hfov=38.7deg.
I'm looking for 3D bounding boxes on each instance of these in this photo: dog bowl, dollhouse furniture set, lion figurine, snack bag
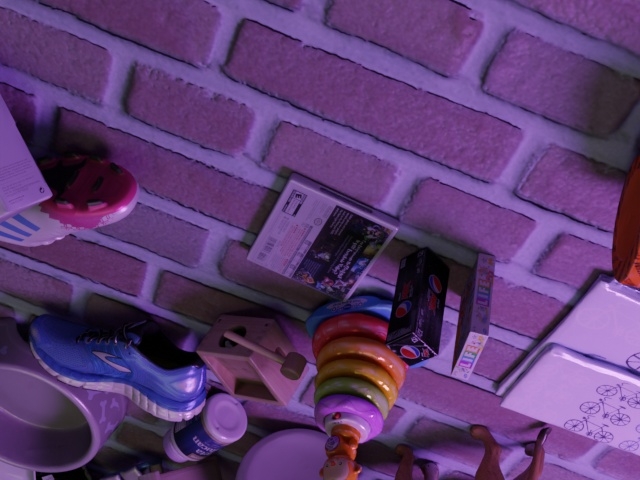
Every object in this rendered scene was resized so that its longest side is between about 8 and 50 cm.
[{"bbox_3d":[-0.550,0.307,1.729,0.349,0.102,0.348,6,130,7],"label":"dog bowl"},{"bbox_3d":[-0.349,0.586,1.796,0.303,0.286,0.198,-22,166,26],"label":"dollhouse furniture set"},{"bbox_3d":[0.231,0.466,1.593,0.392,0.240,0.142,-29,120,35],"label":"lion figurine"},{"bbox_3d":[0.492,0.215,1.421,0.323,0.037,0.342,22,135,-6],"label":"snack bag"}]

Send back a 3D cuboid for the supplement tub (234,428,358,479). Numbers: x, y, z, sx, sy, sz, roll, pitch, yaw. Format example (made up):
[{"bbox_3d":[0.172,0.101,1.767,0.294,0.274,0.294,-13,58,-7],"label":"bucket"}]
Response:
[{"bbox_3d":[-0.046,0.534,1.743,0.228,0.228,0.316,9,135,7],"label":"supplement tub"}]

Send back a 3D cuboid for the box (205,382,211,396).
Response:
[{"bbox_3d":[-0.281,0.283,1.705,0.094,0.027,0.137,35,132,-20],"label":"box"}]

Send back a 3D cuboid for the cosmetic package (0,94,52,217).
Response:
[{"bbox_3d":[-0.587,-0.116,1.276,0.377,0.097,0.284,-22,97,31],"label":"cosmetic package"}]

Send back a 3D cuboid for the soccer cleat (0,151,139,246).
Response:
[{"bbox_3d":[-0.401,-0.052,1.362,0.331,0.116,0.143,3,143,20],"label":"soccer cleat"}]

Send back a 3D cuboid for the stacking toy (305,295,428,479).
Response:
[{"bbox_3d":[0.048,0.246,1.383,0.175,0.302,0.165,-13,129,27],"label":"stacking toy"}]

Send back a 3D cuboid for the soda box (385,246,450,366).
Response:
[{"bbox_3d":[0.140,0.093,1.302,0.053,0.169,0.060,-28,121,36],"label":"soda box"}]

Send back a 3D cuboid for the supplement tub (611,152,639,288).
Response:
[{"bbox_3d":[0.535,0.000,1.078,0.338,0.207,0.207,9,135,6],"label":"supplement tub"}]

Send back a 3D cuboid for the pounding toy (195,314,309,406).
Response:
[{"bbox_3d":[-0.091,0.175,1.473,0.206,0.094,0.181,1,135,40],"label":"pounding toy"}]

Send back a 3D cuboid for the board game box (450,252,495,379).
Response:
[{"bbox_3d":[0.219,0.107,1.306,0.026,0.154,0.103,15,135,2],"label":"board game box"}]

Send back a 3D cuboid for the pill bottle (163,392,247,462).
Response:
[{"bbox_3d":[-0.222,0.359,1.715,0.094,0.094,0.169,37,132,-20],"label":"pill bottle"}]

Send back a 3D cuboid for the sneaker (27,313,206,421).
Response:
[{"bbox_3d":[-0.343,0.185,1.579,0.330,0.130,0.147,18,115,3],"label":"sneaker"}]

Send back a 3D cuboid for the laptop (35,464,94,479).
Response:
[{"bbox_3d":[-0.528,0.565,2.060,0.234,0.136,0.264,-23,98,32],"label":"laptop"}]

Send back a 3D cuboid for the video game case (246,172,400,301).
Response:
[{"bbox_3d":[0.000,0.000,1.356,0.173,0.022,0.190,24,134,-8],"label":"video game case"}]

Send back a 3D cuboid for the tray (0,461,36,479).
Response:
[{"bbox_3d":[-0.672,0.433,1.941,0.145,0.030,0.270,15,129,2],"label":"tray"}]
